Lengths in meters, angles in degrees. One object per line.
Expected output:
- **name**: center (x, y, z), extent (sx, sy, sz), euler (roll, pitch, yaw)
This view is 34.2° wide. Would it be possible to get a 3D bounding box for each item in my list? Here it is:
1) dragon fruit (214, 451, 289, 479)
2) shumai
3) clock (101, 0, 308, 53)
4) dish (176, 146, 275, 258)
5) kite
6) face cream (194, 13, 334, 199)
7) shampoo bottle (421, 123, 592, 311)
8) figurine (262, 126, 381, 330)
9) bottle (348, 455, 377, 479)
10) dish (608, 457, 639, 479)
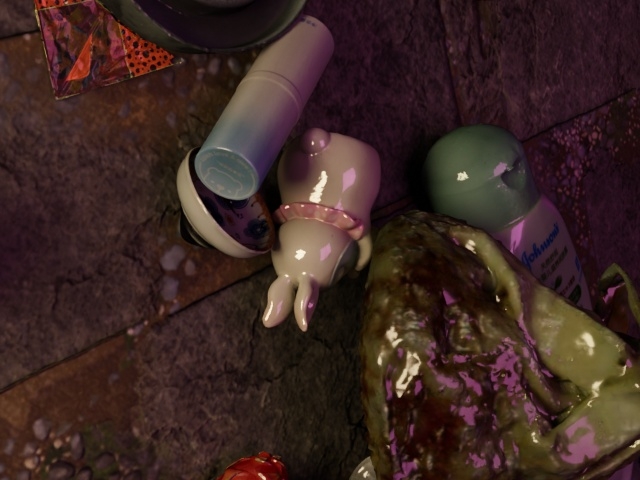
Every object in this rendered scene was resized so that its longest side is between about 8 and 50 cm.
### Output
- **dragon fruit**: center (-0.109, 0.317, 1.185), extent (0.190, 0.094, 0.094), euler (-32, 113, -26)
- **shumai**: center (0.234, 0.161, 1.203), extent (0.395, 0.348, 0.395), euler (0, 90, -71)
- **clock**: center (-0.133, -0.360, 1.137), extent (0.318, 0.066, 0.319), euler (0, 90, -43)
- **dish**: center (-0.125, -0.027, 1.164), extent (0.141, 0.078, 0.141), euler (43, 26, -27)
- **kite**: center (-0.249, -0.198, 1.084), extent (0.222, 0.008, 0.125), euler (35, 69, -37)
- **face cream**: center (-0.058, -0.154, 1.165), extent (0.077, 0.077, 0.250), euler (54, 42, -29)
- **shampoo bottle**: center (0.252, 0.002, 1.443), extent (0.222, 0.151, 0.350), euler (-39, 115, -31)
- **figurine**: center (0.000, 0.000, 1.235), extent (0.155, 0.127, 0.236), euler (51, 49, -72)
- **bottle**: center (0.169, 0.407, 1.412), extent (0.330, 0.093, 0.093), euler (43, 64, -30)
- **dish**: center (0.402, 0.370, 1.514), extent (0.324, 0.124, 0.324), euler (8, 90, -71)
